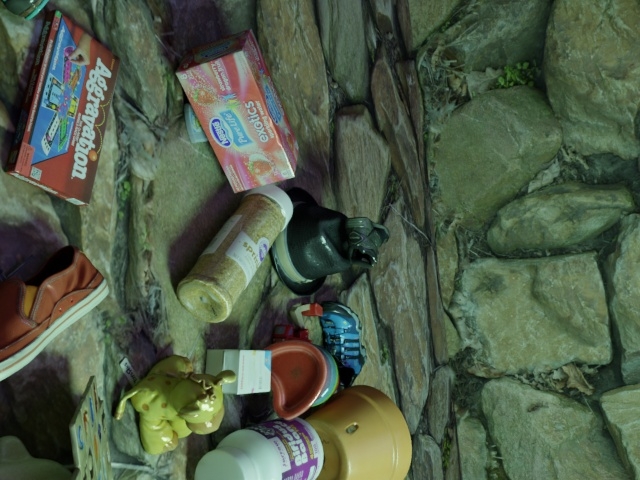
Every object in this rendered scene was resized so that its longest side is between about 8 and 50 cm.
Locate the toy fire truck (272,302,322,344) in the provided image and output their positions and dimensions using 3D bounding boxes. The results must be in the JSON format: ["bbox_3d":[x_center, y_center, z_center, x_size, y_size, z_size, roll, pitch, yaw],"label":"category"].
[{"bbox_3d":[-0.060,0.226,1.593,0.192,0.047,0.135,27,63,-59],"label":"toy fire truck"}]

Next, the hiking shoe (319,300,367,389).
[{"bbox_3d":[0.065,0.307,1.758,0.304,0.113,0.132,67,32,-34],"label":"hiking shoe"}]

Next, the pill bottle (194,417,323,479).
[{"bbox_3d":[-0.128,0.483,1.285,0.301,0.169,0.169,13,75,-63],"label":"pill bottle"}]

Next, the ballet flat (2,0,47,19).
[{"bbox_3d":[-0.413,-0.460,0.931,0.096,0.095,0.280,49,44,-34],"label":"ballet flat"}]

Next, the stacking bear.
[{"bbox_3d":[-0.029,0.345,1.509,0.175,0.164,0.289,59,3,21],"label":"stacking bear"}]

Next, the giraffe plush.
[{"bbox_3d":[-0.241,0.286,1.081,0.210,0.170,0.181,60,37,-42],"label":"giraffe plush"}]

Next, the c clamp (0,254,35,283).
[{"bbox_3d":[-0.483,0.016,0.806,0.137,0.022,0.161,-63,142,-38],"label":"c clamp"}]

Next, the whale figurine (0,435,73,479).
[{"bbox_3d":[-0.439,0.357,0.754,0.272,0.141,0.216,32,40,-32],"label":"whale figurine"}]

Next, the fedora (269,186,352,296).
[{"bbox_3d":[0.000,0.000,1.625,0.334,0.152,0.334,16,72,-62],"label":"fedora"}]

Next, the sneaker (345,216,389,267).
[{"bbox_3d":[0.128,0.013,1.626,0.227,0.087,0.130,15,75,-68],"label":"sneaker"}]

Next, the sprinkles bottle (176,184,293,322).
[{"bbox_3d":[-0.177,0.017,1.305,0.355,0.121,0.121,-62,139,-46],"label":"sprinkles bottle"}]

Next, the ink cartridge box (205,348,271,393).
[{"bbox_3d":[-0.182,0.281,1.292,0.143,0.090,0.092,22,67,-60],"label":"ink cartridge box"}]

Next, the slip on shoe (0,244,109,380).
[{"bbox_3d":[-0.421,0.107,0.814,0.101,0.123,0.331,68,25,-18],"label":"slip on shoe"}]

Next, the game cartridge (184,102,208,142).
[{"bbox_3d":[-0.266,-0.251,1.278,0.056,0.017,0.083,-26,110,-58],"label":"game cartridge"}]

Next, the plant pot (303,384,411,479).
[{"bbox_3d":[0.063,0.546,1.577,0.203,0.291,0.291,-2,88,-46],"label":"plant pot"}]

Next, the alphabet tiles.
[{"bbox_3d":[-0.320,0.360,0.850,0.342,0.011,0.285,-170,-106,-75],"label":"alphabet tiles"}]

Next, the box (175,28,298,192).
[{"bbox_3d":[-0.169,-0.274,1.292,0.142,0.154,0.300,-86,159,-53],"label":"box"}]

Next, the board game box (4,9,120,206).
[{"bbox_3d":[-0.410,-0.211,0.972,0.145,0.027,0.281,35,55,-59],"label":"board game box"}]
